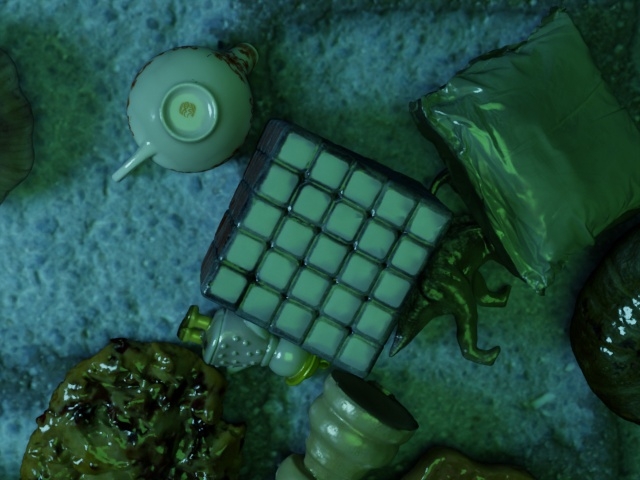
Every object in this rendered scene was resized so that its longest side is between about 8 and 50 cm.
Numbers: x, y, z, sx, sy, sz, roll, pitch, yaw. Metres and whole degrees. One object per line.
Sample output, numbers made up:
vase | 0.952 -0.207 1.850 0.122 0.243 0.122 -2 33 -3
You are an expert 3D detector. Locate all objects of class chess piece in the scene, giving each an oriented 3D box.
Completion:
chess piece | 0.007 0.314 1.653 0.143 0.143 0.261 30 100 -9

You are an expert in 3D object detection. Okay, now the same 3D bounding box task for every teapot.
teapot | -0.176 -0.158 1.577 0.245 0.116 0.159 -35 112 7

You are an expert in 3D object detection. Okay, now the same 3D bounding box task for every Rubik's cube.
Rubik's cube | 0.000 0.000 1.545 0.237 0.237 0.238 26 96 -10

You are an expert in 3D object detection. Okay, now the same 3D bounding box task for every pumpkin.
pumpkin | 0.448 0.109 1.633 0.232 0.242 0.325 -8 114 17

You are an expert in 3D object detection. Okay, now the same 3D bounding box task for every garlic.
garlic | -0.475 -0.122 1.476 0.245 0.253 0.245 0 107 -1

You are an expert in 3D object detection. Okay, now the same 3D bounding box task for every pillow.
pillow | 0.294 -0.118 1.587 0.283 0.138 0.310 -38 101 -24

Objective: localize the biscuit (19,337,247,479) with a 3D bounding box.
biscuit | -0.246 0.298 1.648 0.289 0.081 0.334 19 98 -7

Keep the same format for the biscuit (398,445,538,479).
biscuit | 0.192 0.480 1.724 0.365 0.062 0.385 -44 102 0

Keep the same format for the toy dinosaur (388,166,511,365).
toy dinosaur | 0.191 0.033 1.653 0.162 0.077 0.294 21 82 -4

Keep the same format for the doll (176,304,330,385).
doll | -0.085 0.138 1.634 0.207 0.081 0.129 17 133 -11
